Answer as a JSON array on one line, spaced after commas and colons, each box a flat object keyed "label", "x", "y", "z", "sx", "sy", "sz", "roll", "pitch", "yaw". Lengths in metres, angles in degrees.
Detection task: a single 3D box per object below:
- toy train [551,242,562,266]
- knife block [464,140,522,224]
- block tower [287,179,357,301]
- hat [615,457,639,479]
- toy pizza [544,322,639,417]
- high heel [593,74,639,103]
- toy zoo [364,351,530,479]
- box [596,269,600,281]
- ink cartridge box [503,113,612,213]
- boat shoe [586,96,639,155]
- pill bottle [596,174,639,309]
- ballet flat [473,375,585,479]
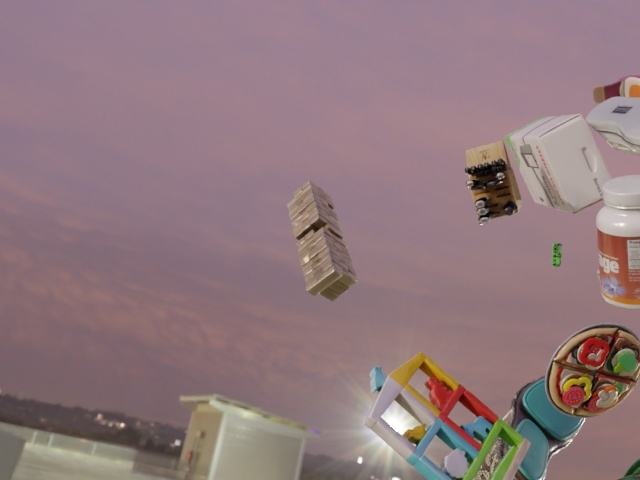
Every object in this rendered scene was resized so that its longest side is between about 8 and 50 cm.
[{"label": "toy train", "x": 0.613, "y": 0.036, "z": 1.699, "sx": 0.023, "sy": 0.083, "sz": 0.017, "roll": -4, "pitch": -46, "yaw": 27}, {"label": "knife block", "x": 0.385, "y": -0.084, "z": 1.434, "sx": 0.088, "sy": 0.242, "sz": 0.276, "roll": -13, "pitch": -41, "yaw": 21}, {"label": "block tower", "x": 0.000, "y": 0.000, "z": 1.610, "sx": 0.091, "sy": 0.335, "sz": 0.097, "roll": -40, "pitch": -53, "yaw": 23}, {"label": "hat", "x": 0.320, "y": 0.340, "z": 0.800, "sx": 0.183, "sy": 0.173, "sz": 0.208, "roll": 13, "pitch": -52, "yaw": -4}, {"label": "toy pizza", "x": 0.512, "y": 0.246, "z": 1.211, "sx": 0.201, "sy": 0.201, "sz": 0.032, "roll": 18, "pitch": 14, "yaw": -17}, {"label": "high heel", "x": 0.643, "y": -0.286, "z": 1.278, "sx": 0.117, "sy": 0.082, "sz": 0.244, "roll": -11, "pitch": 11, "yaw": -3}, {"label": "toy zoo", "x": 0.204, "y": 0.317, "z": 1.128, "sx": 0.293, "sy": 0.192, "sz": 0.030, "roll": 40, "pitch": -46, "yaw": 12}, {"label": "box", "x": 0.687, "y": 0.047, "z": 1.330, "sx": 0.207, "sy": 0.036, "sz": 0.114, "roll": -23, "pitch": 11, "yaw": -5}, {"label": "ink cartridge box", "x": 0.563, "y": -0.187, "z": 1.567, "sx": 0.115, "sy": 0.198, "sz": 0.273, "roll": -27, "pitch": 8, "yaw": 4}, {"label": "boat shoe", "x": 0.564, "y": -0.191, "z": 1.153, "sx": 0.088, "sy": 0.096, "sz": 0.267, "roll": 47, "pitch": 4, "yaw": -14}, {"label": "pill bottle", "x": 0.549, "y": 0.002, "z": 1.146, "sx": 0.121, "sy": 0.121, "sz": 0.216, "roll": -1, "pitch": -66, "yaw": 30}, {"label": "ballet flat", "x": 0.462, "y": 0.450, "z": 1.496, "sx": 0.483, "sy": 0.164, "sz": 0.182, "roll": -21, "pitch": -23, "yaw": -53}]
